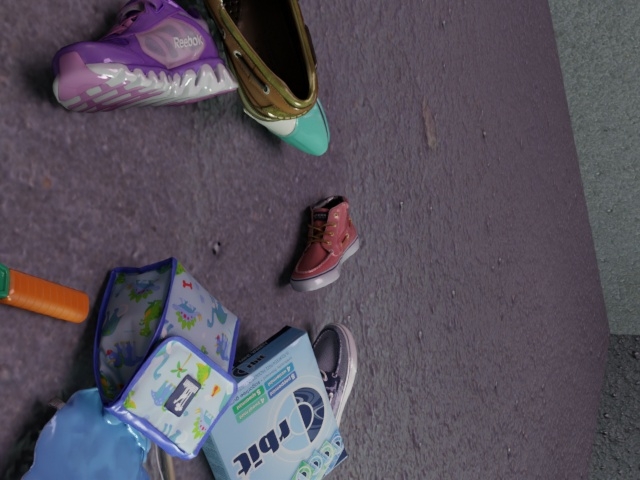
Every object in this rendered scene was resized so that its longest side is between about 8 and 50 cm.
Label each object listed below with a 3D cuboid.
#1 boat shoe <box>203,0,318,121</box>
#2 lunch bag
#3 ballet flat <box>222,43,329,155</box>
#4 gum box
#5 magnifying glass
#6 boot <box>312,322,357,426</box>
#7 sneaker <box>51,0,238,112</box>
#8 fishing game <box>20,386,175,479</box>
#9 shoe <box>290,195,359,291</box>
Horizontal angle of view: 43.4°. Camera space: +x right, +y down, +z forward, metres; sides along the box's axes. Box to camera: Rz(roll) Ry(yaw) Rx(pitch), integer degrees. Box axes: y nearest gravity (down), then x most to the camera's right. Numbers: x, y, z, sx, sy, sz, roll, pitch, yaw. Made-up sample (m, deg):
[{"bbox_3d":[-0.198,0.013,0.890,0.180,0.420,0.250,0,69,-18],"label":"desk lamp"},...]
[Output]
[{"bbox_3d":[-0.077,-0.272,0.823,0.111,0.104,0.307,-31,102,-14],"label":"boat shoe"},{"bbox_3d":[-0.144,0.112,0.753,0.129,0.096,0.151,52,36,-46],"label":"lunch bag"},{"bbox_3d":[-0.067,-0.195,0.951,0.087,0.083,0.247,-44,123,-36],"label":"ballet flat"},{"bbox_3d":[-0.057,0.217,0.920,0.157,0.041,0.184,-33,119,-34],"label":"gum box"},{"bbox_3d":[-0.266,0.028,0.620,0.231,0.026,0.092,30,51,-57],"label":"magnifying glass"},{"bbox_3d":[-0.009,0.192,1.032,0.086,0.069,0.190,30,65,-52],"label":"boot"},{"bbox_3d":[-0.168,-0.180,0.756,0.236,0.095,0.104,-27,106,-64],"label":"sneaker"},{"bbox_3d":[-0.208,0.221,0.707,0.264,0.041,0.189,-35,120,-66],"label":"fishing game"},{"bbox_3d":[0.000,0.000,1.073,0.178,0.063,0.081,-45,126,-59],"label":"shoe"}]
